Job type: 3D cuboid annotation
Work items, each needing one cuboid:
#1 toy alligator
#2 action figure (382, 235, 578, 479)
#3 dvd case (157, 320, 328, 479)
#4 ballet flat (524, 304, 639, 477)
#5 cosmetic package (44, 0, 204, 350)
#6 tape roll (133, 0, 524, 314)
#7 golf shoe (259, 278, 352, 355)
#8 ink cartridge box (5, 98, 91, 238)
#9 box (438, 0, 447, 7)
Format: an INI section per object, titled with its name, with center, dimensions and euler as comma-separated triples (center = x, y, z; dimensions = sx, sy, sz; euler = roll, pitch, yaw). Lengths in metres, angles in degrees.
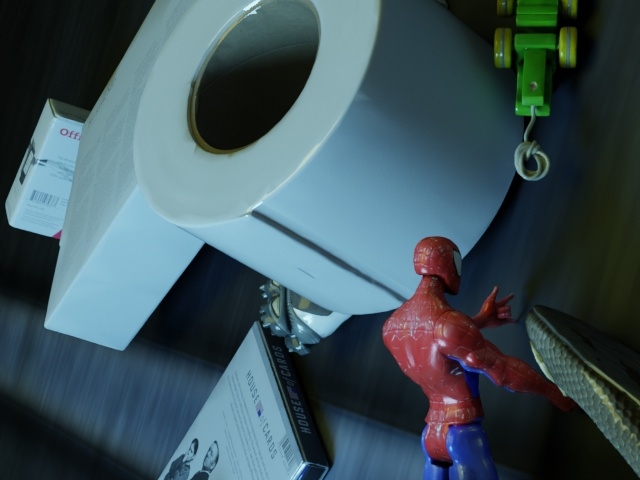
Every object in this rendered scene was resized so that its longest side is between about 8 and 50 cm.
[toy alligator]
center = 0.151, -0.124, 0.995
dimensions = 0.051, 0.056, 0.189
euler = 59, -146, -71
[action figure]
center = 0.115, 0.131, 0.910
dimensions = 0.091, 0.139, 0.280
euler = -5, 94, 56
[dvd case]
center = -0.080, 0.215, 1.249
dimensions = 0.238, 0.030, 0.179
euler = -58, 33, 27
[ballet flat]
center = 0.184, 0.115, 0.795
dimensions = 0.058, 0.084, 0.250
euler = -63, 37, 17
[cosmetic package]
center = -0.149, -0.109, 1.399
dimensions = 0.377, 0.097, 0.284
euler = -49, 31, 44
[tape roll]
center = 0.004, -0.087, 1.048
dimensions = 0.246, 0.169, 0.246
euler = -25, 51, 34
[golf shoe]
center = 0.000, 0.000, 1.189
dimensions = 0.094, 0.077, 0.198
euler = -28, 48, 25
[ink cartridge box]
center = -0.295, -0.080, 1.680
dimensions = 0.150, 0.109, 0.063
euler = -63, 27, 19
[box]
center = 0.028, -0.180, 1.242
dimensions = 0.186, 0.038, 0.145
euler = -55, 34, 32
